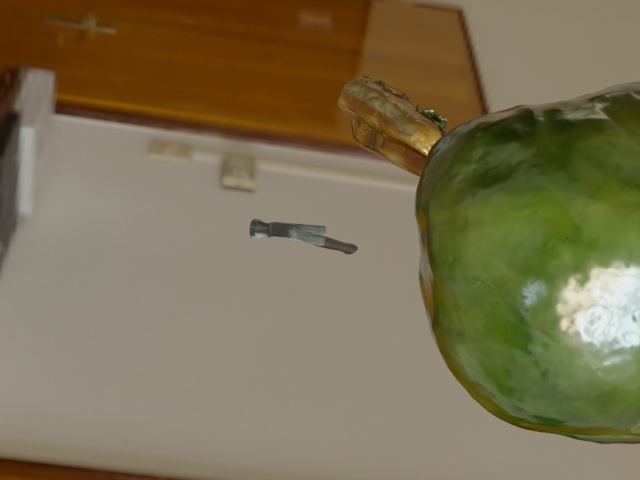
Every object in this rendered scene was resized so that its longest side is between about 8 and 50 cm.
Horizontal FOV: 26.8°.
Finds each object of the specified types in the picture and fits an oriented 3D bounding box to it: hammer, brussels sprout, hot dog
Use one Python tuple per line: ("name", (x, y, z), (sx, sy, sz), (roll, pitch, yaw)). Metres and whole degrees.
("hammer", (0.000, 0.000, 1.971), (0.246, 0.103, 0.029), (14, 82, -62))
("brussels sprout", (0.167, 0.009, 0.809), (0.271, 0.219, 0.210), (-84, 166, -77))
("hot dog", (0.104, -0.144, 1.745), (0.269, 0.072, 0.109), (36, -21, 55))
